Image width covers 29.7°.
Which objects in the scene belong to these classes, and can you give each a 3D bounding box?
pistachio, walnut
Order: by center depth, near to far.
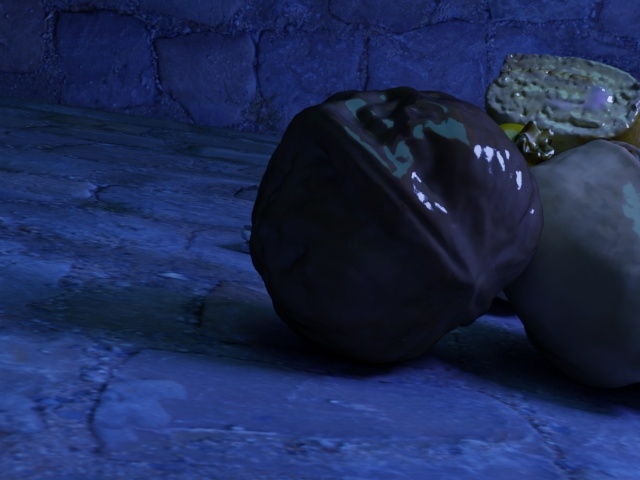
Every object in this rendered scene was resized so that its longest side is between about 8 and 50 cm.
[{"bbox_3d":[0.062,-0.019,1.090,0.273,0.226,0.273,-5,26,2],"label":"walnut"},{"bbox_3d":[0.279,0.028,1.134,0.194,0.213,0.318,7,23,-23],"label":"pistachio"}]

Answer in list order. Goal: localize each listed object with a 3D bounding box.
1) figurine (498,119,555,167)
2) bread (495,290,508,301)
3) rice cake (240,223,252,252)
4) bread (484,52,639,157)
[{"bbox_3d":[0.226,-0.074,1.697,0.185,0.127,0.234,-40,13,-24],"label":"figurine"},{"bbox_3d":[0.249,0.003,1.487,0.316,0.054,0.316,-10,20,4],"label":"bread"},{"bbox_3d":[0.000,0.001,1.603,0.124,0.038,0.211,12,9,26],"label":"rice cake"},{"bbox_3d":[0.401,-0.124,1.837,0.237,0.165,0.375,13,-25,28],"label":"bread"}]
